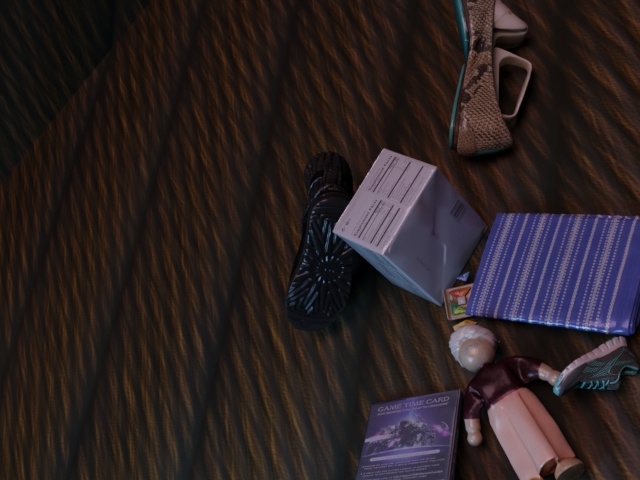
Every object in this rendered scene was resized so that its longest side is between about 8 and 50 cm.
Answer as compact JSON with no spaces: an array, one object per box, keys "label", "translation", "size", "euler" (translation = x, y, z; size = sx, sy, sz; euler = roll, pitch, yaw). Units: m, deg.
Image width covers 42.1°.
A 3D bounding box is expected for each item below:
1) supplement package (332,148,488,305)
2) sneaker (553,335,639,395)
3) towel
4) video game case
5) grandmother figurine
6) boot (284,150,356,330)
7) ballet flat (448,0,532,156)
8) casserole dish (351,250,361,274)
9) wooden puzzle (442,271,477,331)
[{"label":"supplement package","translation":[0.188,-0.024,1.695],"size":[0.145,0.262,0.204],"euler":[25,80,41]},{"label":"sneaker","translation":[0.483,0.232,1.446],"size":[0.167,0.065,0.076],"euler":[-28,59,-12]},{"label":"towel","translation":[0.463,0.057,1.597],"size":[0.336,0.040,0.243],"euler":[4,62,39]},{"label":"video game case","translation":[0.161,0.405,1.558],"size":[0.196,0.026,0.274],"euler":[-15,34,28]},{"label":"grandmother figurine","translation":[0.343,0.289,1.514],"size":[0.208,0.104,0.342],"euler":[-31,52,1]},{"label":"boot","translation":[0.004,0.000,1.840],"size":[0.260,0.131,0.347],"euler":[-100,24,-63]},{"label":"ballet flat","translation":[0.383,-0.406,1.879],"size":[0.182,0.164,0.482],"euler":[-1,68,11]},{"label":"casserole dish","translation":[0.052,0.011,1.926],"size":[0.114,0.037,0.188],"euler":[-8,59,32]},{"label":"wooden puzzle","translation":[0.289,0.124,1.688],"size":[0.079,0.014,0.116],"euler":[-19,65,10]}]
